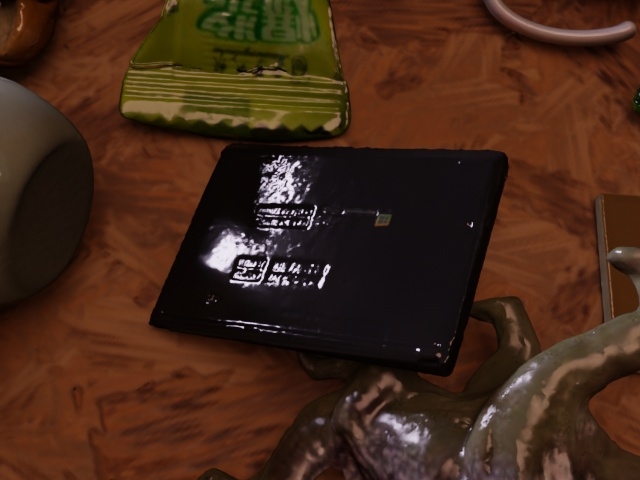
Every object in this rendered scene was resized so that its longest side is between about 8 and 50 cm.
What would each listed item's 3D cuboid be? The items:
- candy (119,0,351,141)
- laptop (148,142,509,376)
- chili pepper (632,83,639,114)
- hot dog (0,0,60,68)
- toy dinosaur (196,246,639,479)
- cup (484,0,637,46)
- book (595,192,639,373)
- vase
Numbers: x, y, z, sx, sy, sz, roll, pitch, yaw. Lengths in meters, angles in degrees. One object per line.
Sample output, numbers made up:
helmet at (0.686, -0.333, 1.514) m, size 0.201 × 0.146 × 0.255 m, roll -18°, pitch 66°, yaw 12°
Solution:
candy at (-0.054, -0.189, 0.609) m, size 0.148 × 0.069 × 0.247 m, roll 1°, pitch 70°, yaw -7°
laptop at (0.000, 0.000, 0.518) m, size 0.197 × 0.016 × 0.135 m, roll 5°, pitch 63°, yaw 30°
chili pepper at (0.267, -0.079, 0.615) m, size 0.118 × 0.035 × 0.055 m, roll 36°, pitch 77°, yaw 0°
hot dog at (-0.257, -0.267, 0.594) m, size 0.158 × 0.117 × 0.349 m, roll -8°, pitch 70°, yaw -7°
toy dinosaur at (0.074, 0.101, 0.480) m, size 0.294 × 0.077 × 0.162 m, roll -10°, pitch 67°, yaw 25°
cup at (0.193, -0.230, 0.611) m, size 0.141 × 0.134 × 0.174 m, roll 22°, pitch 68°, yaw 1°
book at (0.263, 0.030, 0.582) m, size 0.172 × 0.012 × 0.118 m, roll 4°, pitch 69°, yaw -4°
vase at (-0.258, -0.048, 0.514) m, size 0.248 × 0.128 × 0.128 m, roll 16°, pitch 69°, yaw 10°
